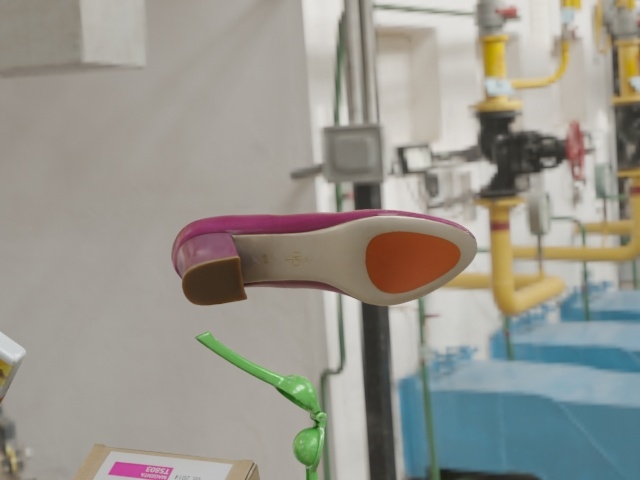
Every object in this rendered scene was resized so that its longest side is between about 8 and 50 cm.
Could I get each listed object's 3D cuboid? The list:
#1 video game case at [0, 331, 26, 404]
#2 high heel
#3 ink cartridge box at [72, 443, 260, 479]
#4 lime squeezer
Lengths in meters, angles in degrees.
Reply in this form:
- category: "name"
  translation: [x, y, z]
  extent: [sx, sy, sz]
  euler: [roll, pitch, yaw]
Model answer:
- category: "video game case"
  translation: [-0.405, 0.111, 1.106]
  extent: [0.227, 0.206, 0.026]
  euler: [35, 33, 3]
- category: "high heel"
  translation: [0.000, 0.000, 1.488]
  extent: [0.377, 0.127, 0.181]
  euler: [-2, 21, -8]
- category: "ink cartridge box"
  translation: [-0.184, 0.369, 1.500]
  extent: [0.234, 0.193, 0.088]
  euler: [2, 35, 21]
- category: "lime squeezer"
  translation: [-0.038, 0.236, 1.428]
  extent: [0.110, 0.310, 0.059]
  euler: [-25, 5, -34]
